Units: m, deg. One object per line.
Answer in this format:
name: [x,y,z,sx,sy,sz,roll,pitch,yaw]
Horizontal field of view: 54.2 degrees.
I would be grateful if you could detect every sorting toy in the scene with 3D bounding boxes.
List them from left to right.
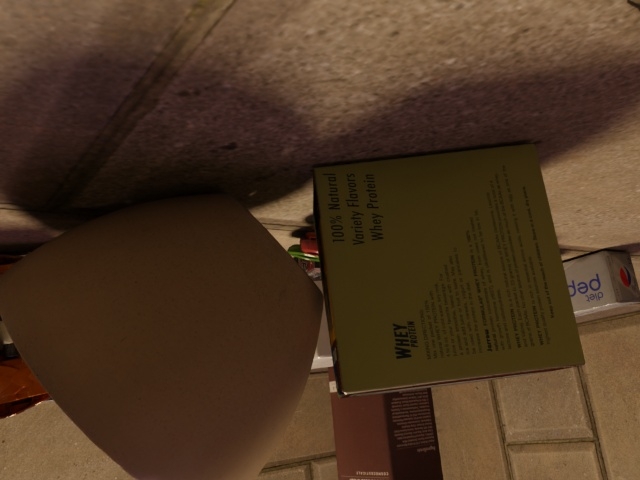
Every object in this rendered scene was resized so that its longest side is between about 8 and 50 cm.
sorting toy: [0.000,0.000,0.736,0.061,0.042,0.102,14,171,-16]

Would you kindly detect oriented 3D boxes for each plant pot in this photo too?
plant pot: [-0.108,0.069,0.570,0.191,0.284,0.284,-42,165,-5]

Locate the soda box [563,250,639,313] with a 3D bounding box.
soda box: [0.448,0.103,1.199,0.091,0.098,0.286,3,162,-36]

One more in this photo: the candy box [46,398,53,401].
candy box: [-0.220,0.103,0.762,0.233,0.159,0.071,-7,166,-3]

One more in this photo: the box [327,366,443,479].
box: [0.122,0.323,1.305,0.143,0.382,0.191,3,162,-34]

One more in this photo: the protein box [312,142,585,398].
protein box: [0.103,0.035,0.589,0.201,0.200,0.136,-7,165,-3]

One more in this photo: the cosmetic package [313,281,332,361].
cosmetic package: [0.063,0.132,1.044,0.224,0.138,0.224,-4,165,-18]

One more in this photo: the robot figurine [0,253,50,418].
robot figurine: [-0.394,0.111,0.646,0.290,0.211,0.085,-10,174,-14]

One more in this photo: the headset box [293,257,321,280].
headset box: [0.004,0.031,0.849,0.062,0.032,0.083,1,164,-27]

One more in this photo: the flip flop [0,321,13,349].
flip flop: [-0.374,0.147,0.801,0.112,0.080,0.277,-46,157,14]
